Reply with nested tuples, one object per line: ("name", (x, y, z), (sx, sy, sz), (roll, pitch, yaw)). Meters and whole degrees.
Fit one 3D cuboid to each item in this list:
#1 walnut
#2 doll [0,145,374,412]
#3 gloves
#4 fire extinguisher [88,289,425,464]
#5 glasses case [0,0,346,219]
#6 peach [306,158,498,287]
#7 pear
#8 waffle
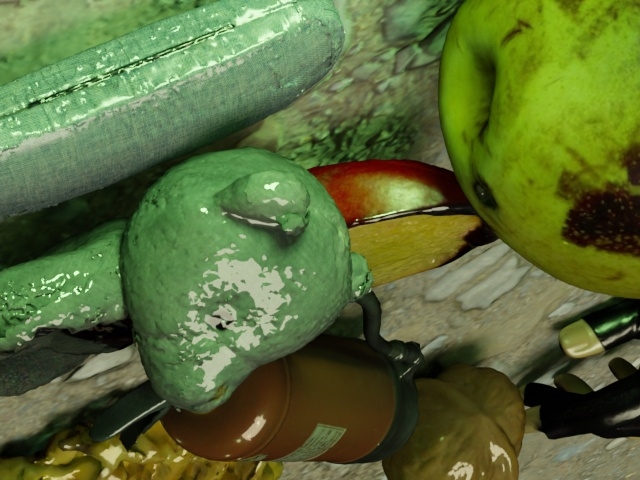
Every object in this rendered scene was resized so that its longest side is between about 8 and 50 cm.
("walnut", (0.133, 0.200, 1.760), (0.166, 0.149, 0.166), (-45, 175, -5))
("doll", (-0.124, 0.058, 1.200), (0.340, 0.158, 0.246), (-25, 161, 17))
("gloves", (0.343, 0.132, 1.860), (0.301, 0.152, 0.197), (-20, 128, 14))
("fire extinguisher", (-0.025, 0.098, 1.442), (0.200, 0.113, 0.376), (-59, 154, 9))
("glasses case", (-0.114, -0.083, 1.097), (0.282, 0.067, 0.109), (-25, 163, -13))
("peach", (0.001, -0.004, 1.349), (0.279, 0.068, 0.189), (-13, 160, 10))
("pear", (0.220, -0.094, 1.185), (0.284, 0.283, 0.283), (-22, 153, -12))
("waffle", (-0.212, 0.270, 1.622), (0.382, 0.095, 0.379), (-28, 152, -4))
